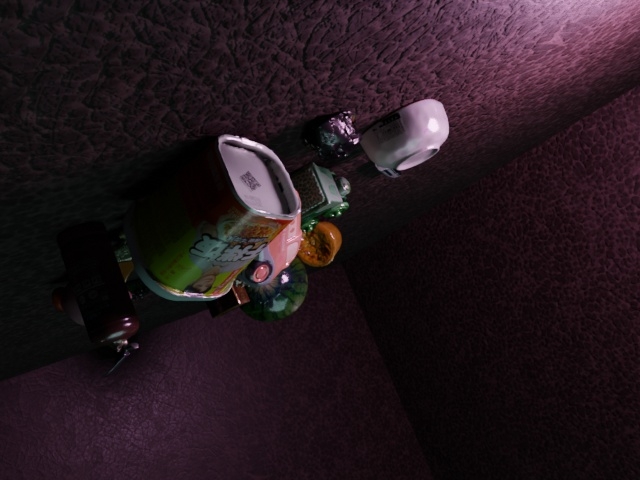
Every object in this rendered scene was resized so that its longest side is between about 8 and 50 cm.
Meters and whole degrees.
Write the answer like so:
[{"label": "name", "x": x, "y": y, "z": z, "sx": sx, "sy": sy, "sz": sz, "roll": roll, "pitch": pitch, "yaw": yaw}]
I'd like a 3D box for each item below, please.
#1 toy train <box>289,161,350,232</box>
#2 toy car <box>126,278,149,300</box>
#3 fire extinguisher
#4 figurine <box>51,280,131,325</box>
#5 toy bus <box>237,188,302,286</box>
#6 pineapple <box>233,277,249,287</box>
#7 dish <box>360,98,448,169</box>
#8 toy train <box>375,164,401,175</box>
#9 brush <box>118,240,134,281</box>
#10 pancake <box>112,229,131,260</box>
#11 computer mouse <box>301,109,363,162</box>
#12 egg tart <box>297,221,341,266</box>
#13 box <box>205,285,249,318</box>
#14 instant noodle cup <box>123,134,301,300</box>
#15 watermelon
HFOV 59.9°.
[{"label": "toy train", "x": -0.044, "y": -0.115, "z": 1.657, "sx": 0.265, "sy": 0.145, "sz": 0.201, "roll": -28, "pitch": 167, "yaw": 26}, {"label": "toy car", "x": -0.703, "y": 0.188, "z": 2.015, "sx": 0.165, "sy": 0.063, "sz": 0.071, "roll": -17, "pitch": 168, "yaw": -39}, {"label": "fire extinguisher", "x": -0.511, "y": 0.137, "z": 1.291, "sx": 0.135, "sy": 0.338, "sz": 0.114, "roll": -26, "pitch": 170, "yaw": 16}, {"label": "figurine", "x": -0.671, "y": 0.171, "z": 1.644, "sx": 0.173, "sy": 0.173, "sz": 0.173, "roll": -23, "pitch": 171, "yaw": -4}, {"label": "toy bus", "x": -0.154, "y": -0.036, "z": 1.474, "sx": 0.232, "sy": 0.194, "sz": 0.288, "roll": -26, "pitch": 133, "yaw": -39}, {"label": "pineapple", "x": -0.329, "y": 0.050, "z": 1.771, "sx": 0.356, "sy": 0.223, "sz": 0.223, "roll": -4, "pitch": 163, "yaw": -26}, {"label": "dish", "x": 0.244, "y": -0.274, "z": 1.529, "sx": 0.256, "sy": 0.117, "sz": 0.256, "roll": -24, "pitch": 172, "yaw": -4}, {"label": "toy train", "x": 0.235, "y": -0.244, "z": 1.892, "sx": 0.048, "sy": 0.055, "sz": 0.252, "roll": -26, "pitch": 170, "yaw": 15}, {"label": "brush", "x": -0.573, "y": 0.138, "z": 1.581, "sx": 0.090, "sy": 0.017, "sz": 0.315, "roll": -9, "pitch": 125, "yaw": -58}, {"label": "pancake", "x": -0.449, "y": -0.017, "z": 1.447, "sx": 0.253, "sy": 0.037, "sz": 0.253, "roll": -31, "pitch": 175, "yaw": -3}, {"label": "computer mouse", "x": 0.037, "y": -0.238, "z": 1.344, "sx": 0.146, "sy": 0.078, "sz": 0.241, "roll": -24, "pitch": 172, "yaw": 17}, {"label": "egg tart", "x": 0.000, "y": 0.000, "z": 2.382, "sx": 0.202, "sy": 0.203, "sz": 0.147, "roll": -29, "pitch": -177, "yaw": 32}, {"label": "box", "x": -0.376, "y": 0.148, "z": 2.040, "sx": 0.159, "sy": 0.240, "sz": 0.071, "roll": -27, "pitch": 173, "yaw": 28}, {"label": "instant noodle cup", "x": -0.225, "y": -0.054, "z": 1.207, "sx": 0.307, "sy": 0.294, "sz": 0.293, "roll": -37, "pitch": 165, "yaw": 29}, {"label": "watermelon", "x": -0.220, "y": 0.185, "z": 2.387, "sx": 0.362, "sy": 0.364, "sz": 0.363, "roll": -23, "pitch": 171, "yaw": -4}]
